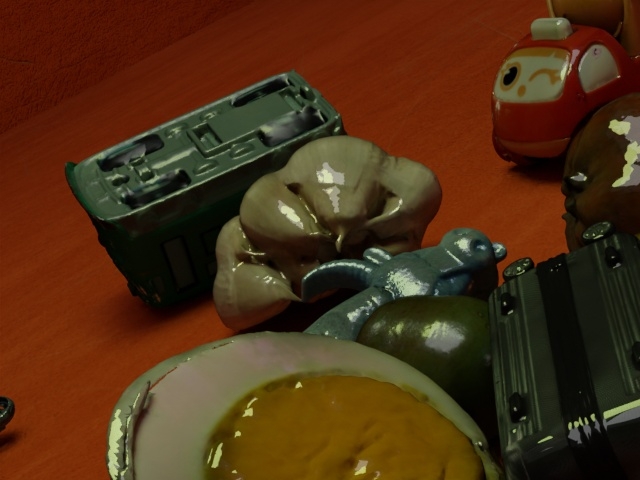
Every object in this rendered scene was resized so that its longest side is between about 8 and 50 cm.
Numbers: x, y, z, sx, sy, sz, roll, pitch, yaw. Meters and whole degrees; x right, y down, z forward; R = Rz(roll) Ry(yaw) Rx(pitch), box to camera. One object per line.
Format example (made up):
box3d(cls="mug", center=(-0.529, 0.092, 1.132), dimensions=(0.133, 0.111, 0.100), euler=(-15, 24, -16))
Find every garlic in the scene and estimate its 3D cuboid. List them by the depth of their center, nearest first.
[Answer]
box3d(cls="garlic", center=(0.001, -0.017, 1.459), dimensions=(0.281, 0.185, 0.203), euler=(-16, 9, 2))

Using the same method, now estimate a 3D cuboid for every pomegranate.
box3d(cls="pomegranate", center=(0.092, 0.135, 1.110), dimensions=(0.152, 0.131, 0.191), euler=(1, 50, 33))

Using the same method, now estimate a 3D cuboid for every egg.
box3d(cls="egg", center=(-0.014, 0.203, 0.952), dimensions=(0.286, 0.174, 0.264), euler=(-9, 42, -24))

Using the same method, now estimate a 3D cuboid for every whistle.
box3d(cls="whistle", center=(0.077, 0.070, 1.320), dimensions=(0.269, 0.093, 0.180), euler=(-28, 46, -19))

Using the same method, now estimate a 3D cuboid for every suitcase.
box3d(cls="suitcase", center=(0.205, 0.131, 0.889), dimensions=(0.128, 0.202, 0.312), euler=(-26, 19, 15))

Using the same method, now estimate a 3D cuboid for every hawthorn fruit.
box3d(cls="hawthorn fruit", center=(0.349, -0.035, 1.231), dimensions=(0.251, 0.200, 0.199), euler=(3, 19, -6))

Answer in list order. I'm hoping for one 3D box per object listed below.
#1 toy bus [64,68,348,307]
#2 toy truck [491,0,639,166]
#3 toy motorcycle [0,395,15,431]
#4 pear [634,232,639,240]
box3d(cls="toy bus", center=(-0.129, -0.058, 1.677), dimensions=(0.343, 0.199, 0.183), euler=(-24, 38, -12))
box3d(cls="toy truck", center=(0.323, -0.228, 1.643), dimensions=(0.264, 0.239, 0.189), euler=(-32, 22, -28))
box3d(cls="toy motorcycle", center=(-0.419, 0.229, 1.416), dimensions=(0.124, 0.061, 0.193), euler=(2, 37, 32))
box3d(cls="pear", center=(0.297, 0.065, 1.075), dimensions=(0.141, 0.141, 0.104), euler=(-4, 53, 37))
